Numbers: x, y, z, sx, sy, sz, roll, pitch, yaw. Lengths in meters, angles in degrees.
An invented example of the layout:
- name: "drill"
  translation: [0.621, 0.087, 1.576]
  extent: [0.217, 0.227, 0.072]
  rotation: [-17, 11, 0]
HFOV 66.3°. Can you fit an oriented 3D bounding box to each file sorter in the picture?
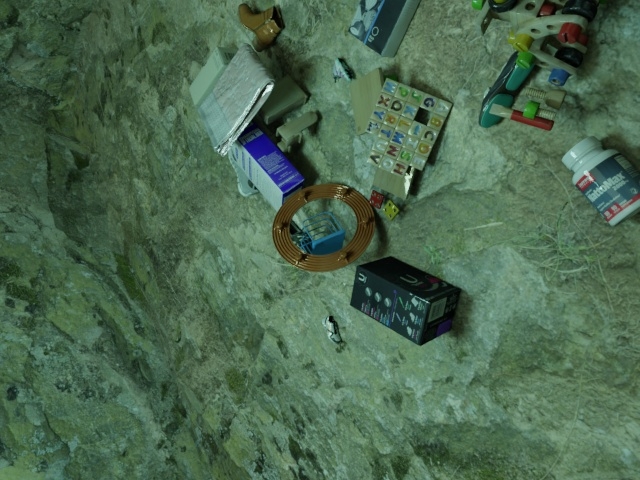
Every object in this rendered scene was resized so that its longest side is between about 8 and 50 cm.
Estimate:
- name: "file sorter"
  translation: [0.000, 0.000, 1.663]
  extent: [0.104, 0.118, 0.170]
  rotation: [57, 159, 26]

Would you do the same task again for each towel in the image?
- name: "towel"
  translation: [-0.300, -0.495, 1.690]
  extent: [0.317, 0.053, 0.331]
  rotation: [-48, 44, 19]

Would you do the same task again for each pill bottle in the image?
- name: "pill bottle"
  translation: [0.607, -0.130, 1.042]
  extent: [0.180, 0.108, 0.108]
  rotation: [58, 133, 21]

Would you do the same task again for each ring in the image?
- name: "ring"
  translation: [0.006, -0.052, 1.566]
  extent: [0.336, 0.337, 0.032]
  rotation: [48, 167, 29]

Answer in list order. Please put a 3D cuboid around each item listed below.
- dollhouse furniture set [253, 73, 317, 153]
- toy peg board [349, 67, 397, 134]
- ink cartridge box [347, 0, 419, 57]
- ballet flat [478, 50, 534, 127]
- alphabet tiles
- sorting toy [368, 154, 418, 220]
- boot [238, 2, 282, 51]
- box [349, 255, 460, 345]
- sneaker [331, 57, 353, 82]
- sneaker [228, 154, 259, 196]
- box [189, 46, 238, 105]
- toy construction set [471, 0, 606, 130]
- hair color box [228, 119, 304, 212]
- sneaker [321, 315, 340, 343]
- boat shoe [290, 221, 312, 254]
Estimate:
- name: "dollhouse furniture set"
  translation: [-0.158, -0.425, 1.841]
  extent: [0.303, 0.174, 0.355]
  rotation: [51, 161, 11]
- name: "toy peg board"
  translation: [0.172, -0.416, 1.479]
  extent: [0.161, 0.079, 0.161]
  rotation: [-4, 96, 62]
- name: "ink cartridge box"
  translation: [0.208, -0.707, 1.374]
  extent: [0.165, 0.065, 0.332]
  rotation: [47, 128, 30]
- name: "ballet flat"
  translation: [0.447, -0.373, 1.196]
  extent: [0.074, 0.074, 0.203]
  rotation: [51, 137, 27]
- name: "alphabet tiles"
  translation: [0.228, -0.309, 1.381]
  extent: [0.198, 0.009, 0.237]
  rotation: [26, 106, 12]
- name: "sorting toy"
  translation: [0.231, -0.200, 1.468]
  extent: [0.132, 0.046, 0.274]
  rotation: [31, 119, 38]
- name: "boot"
  translation: [-0.216, -0.814, 1.795]
  extent: [0.152, 0.073, 0.197]
  rotation: [-24, 93, 48]
- name: "box"
  translation: [0.244, 0.168, 1.447]
  extent: [0.270, 0.165, 0.143]
  rotation: [26, 117, 40]
- name: "sneaker"
  translation: [0.066, -0.532, 1.583]
  extent: [0.069, 0.038, 0.098]
  rotation: [-50, 54, 42]
- name: "sneaker"
  translation: [-0.287, -0.297, 1.982]
  extent: [0.132, 0.086, 0.228]
  rotation: [-6, 104, 42]
- name: "box"
  translation: [-0.431, -0.670, 2.024]
  extent: [0.275, 0.113, 0.094]
  rotation: [-32, 75, 44]
- name: "toy construction set"
  translation: [0.427, -0.412, 1.034]
  extent: [0.237, 0.257, 0.308]
  rotation: [24, 117, 22]
- name: "hair color box"
  translation: [-0.204, -0.272, 1.780]
  extent: [0.339, 0.110, 0.185]
  rotation: [48, 160, 13]
- name: "sneaker"
  translation: [0.043, 0.324, 1.786]
  extent: [0.044, 0.040, 0.109]
  rotation: [-46, 66, 40]
- name: "boat shoe"
  translation: [-0.082, 0.001, 1.822]
  extent: [0.219, 0.078, 0.070]
  rotation: [44, 128, 34]
